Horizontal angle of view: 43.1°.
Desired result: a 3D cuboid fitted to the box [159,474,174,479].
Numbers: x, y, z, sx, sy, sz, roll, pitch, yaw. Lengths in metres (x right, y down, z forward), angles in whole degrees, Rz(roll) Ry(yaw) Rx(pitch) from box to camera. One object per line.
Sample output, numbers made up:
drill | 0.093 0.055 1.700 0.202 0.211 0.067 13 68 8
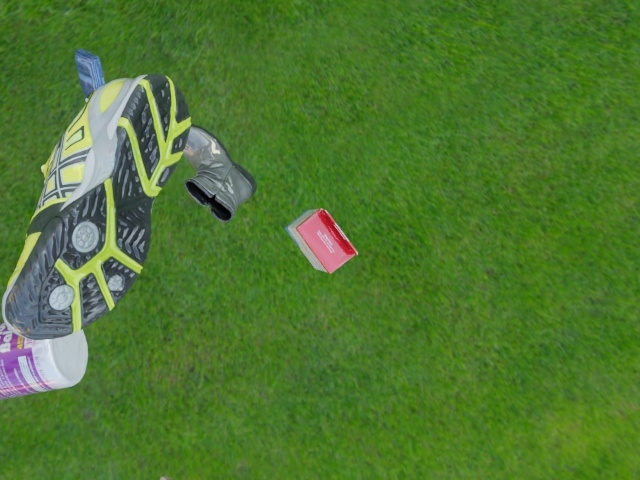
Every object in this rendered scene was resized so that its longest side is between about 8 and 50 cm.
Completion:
box | -0.212 0.516 1.360 0.225 0.036 0.136 30 85 17

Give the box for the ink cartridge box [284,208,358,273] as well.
ink cartridge box | 0.000 0.000 1.907 0.078 0.231 0.134 -38 97 -8

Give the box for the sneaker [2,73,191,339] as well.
sneaker | -0.303 -0.045 1.064 0.147 0.385 0.145 5 150 35

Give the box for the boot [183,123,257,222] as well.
boot | -0.262 -0.158 1.829 0.246 0.161 0.083 41 122 0

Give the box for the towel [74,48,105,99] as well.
towel | -0.480 -0.337 1.694 0.067 0.029 0.119 27 140 26

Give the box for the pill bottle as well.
pill bottle | -0.683 0.261 1.781 0.301 0.169 0.169 -12 115 11
